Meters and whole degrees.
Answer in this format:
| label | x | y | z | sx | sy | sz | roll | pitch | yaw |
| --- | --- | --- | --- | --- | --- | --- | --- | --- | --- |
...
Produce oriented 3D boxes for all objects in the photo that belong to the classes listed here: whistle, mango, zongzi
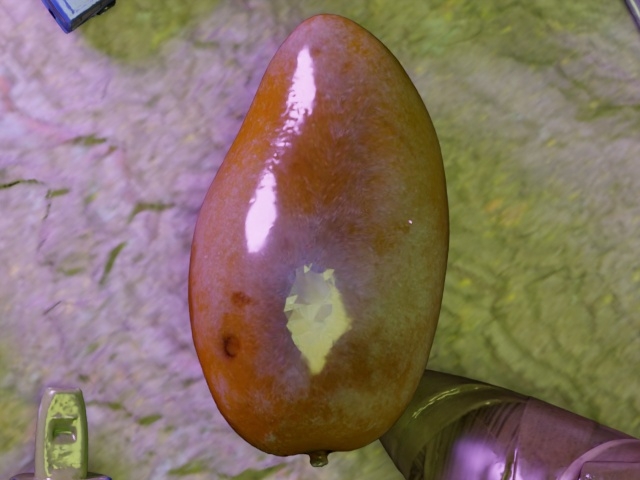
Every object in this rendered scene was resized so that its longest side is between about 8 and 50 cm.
| label | x | y | z | sx | sy | sz | roll | pitch | yaw |
| --- | --- | --- | --- | --- | --- | --- | --- | --- | --- |
| whistle | -0.225 | 0.241 | 1.578 | 0.105 | 0.085 | 0.227 | 2 | 92 | -20 |
| mango | 0.000 | 0.000 | 1.552 | 0.221 | 0.199 | 0.384 | 3 | 85 | -2 |
| zongzi | 0.273 | 0.303 | 1.673 | 0.218 | 0.467 | 0.500 | -47 | 138 | -8 |

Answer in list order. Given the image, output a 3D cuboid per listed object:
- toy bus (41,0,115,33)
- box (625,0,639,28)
| label | x | y | z | sx | sy | sz | roll | pitch | yaw |
| --- | --- | --- | --- | --- | --- | --- | --- | --- | --- |
| toy bus | -0.171 | -0.241 | 1.581 | 0.153 | 0.061 | 0.051 | -36 | 96 | -8 |
| box | 0.349 | -0.275 | 1.634 | 0.135 | 0.163 | 0.243 | -32 | 97 | -17 |
